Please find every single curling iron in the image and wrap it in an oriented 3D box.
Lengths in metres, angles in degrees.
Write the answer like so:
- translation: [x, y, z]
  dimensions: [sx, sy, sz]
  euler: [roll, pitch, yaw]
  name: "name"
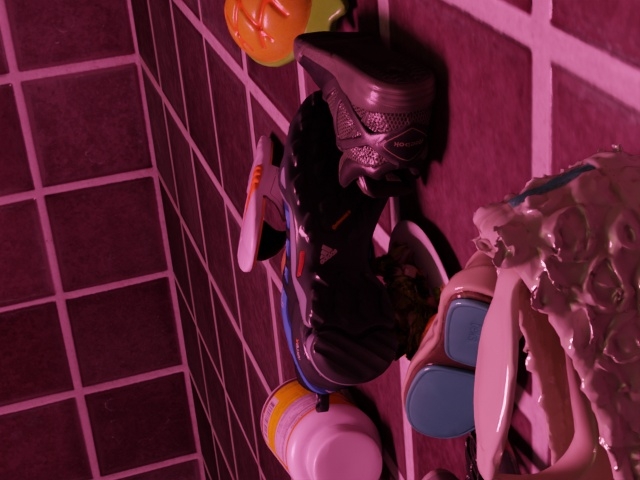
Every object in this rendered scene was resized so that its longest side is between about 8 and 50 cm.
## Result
- translation: [0.150, 0.218, 0.881]
  dimensions: [0.274, 0.035, 0.068]
  euler: [-106, 17, -72]
  name: "curling iron"

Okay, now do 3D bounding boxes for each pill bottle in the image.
- translation: [0.004, 0.244, 1.424]
  dimensions: [0.215, 0.117, 0.117]
  euler: [-155, 54, -73]
  name: "pill bottle"

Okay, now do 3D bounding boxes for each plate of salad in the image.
- translation: [0.089, 0.081, 1.086]
  dimensions: [0.200, 0.048, 0.200]
  euler: [167, 90, -77]
  name: "plate of salad"

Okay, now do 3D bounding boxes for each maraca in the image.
- translation: [-0.033, -0.246, 1.202]
  dimensions: [0.185, 0.099, 0.127]
  euler: [-2, 93, 52]
  name: "maraca"

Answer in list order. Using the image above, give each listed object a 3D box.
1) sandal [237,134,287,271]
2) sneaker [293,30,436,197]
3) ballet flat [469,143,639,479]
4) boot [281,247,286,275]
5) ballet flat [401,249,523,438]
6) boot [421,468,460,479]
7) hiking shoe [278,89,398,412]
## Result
- translation: [-0.058, -0.057, 1.533]
  dimensions: [0.265, 0.076, 0.102]
  euler: [-86, 10, -55]
  name: "sandal"
- translation: [0.033, -0.117, 1.056]
  dimensions: [0.227, 0.087, 0.130]
  euler: [-133, 40, -55]
  name: "sneaker"
- translation: [0.159, 0.149, 0.689]
  dimensions: [0.147, 0.147, 0.409]
  euler: [-148, 47, -71]
  name: "ballet flat"
- translation: [0.010, 0.026, 1.316]
  dimensions: [0.152, 0.073, 0.197]
  euler: [-142, 39, -63]
  name: "boot"
- translation: [0.121, 0.077, 0.918]
  dimensions: [0.248, 0.086, 0.086]
  euler: [105, 150, -58]
  name: "ballet flat"
- translation: [0.144, 0.292, 1.027]
  dimensions: [0.190, 0.076, 0.208]
  euler: [97, 163, -49]
  name: "boot"
- translation: [0.000, 0.000, 1.109]
  dimensions: [0.132, 0.113, 0.304]
  euler: [133, 142, -60]
  name: "hiking shoe"
